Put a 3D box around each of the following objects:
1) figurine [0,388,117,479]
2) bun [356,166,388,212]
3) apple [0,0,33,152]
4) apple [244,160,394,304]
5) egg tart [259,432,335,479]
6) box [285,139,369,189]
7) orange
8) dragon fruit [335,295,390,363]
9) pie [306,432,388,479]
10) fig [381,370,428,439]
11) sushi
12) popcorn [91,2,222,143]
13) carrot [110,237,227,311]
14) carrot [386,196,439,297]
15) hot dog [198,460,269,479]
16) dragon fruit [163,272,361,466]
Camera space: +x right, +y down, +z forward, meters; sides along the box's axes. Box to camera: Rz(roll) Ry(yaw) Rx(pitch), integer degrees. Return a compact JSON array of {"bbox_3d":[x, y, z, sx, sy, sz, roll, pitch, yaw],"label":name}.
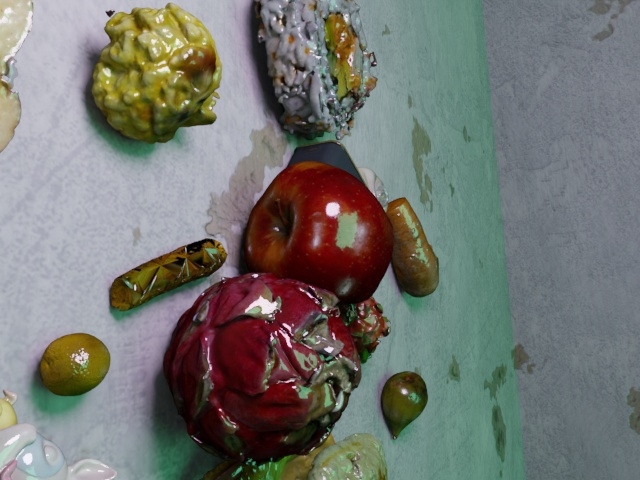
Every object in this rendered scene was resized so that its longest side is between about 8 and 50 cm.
[{"bbox_3d":[-0.370,0.261,0.647,0.235,0.127,0.155,-1,50,-53],"label":"figurine"},{"bbox_3d":[0.116,-0.108,1.460,0.172,0.119,0.173,8,80,-55],"label":"bun"},{"bbox_3d":[-0.453,-0.218,0.570,0.251,0.163,0.293,27,76,-61],"label":"apple"},{"bbox_3d":[0.000,0.000,1.114,0.316,0.288,0.288,22,67,-55],"label":"apple"},{"bbox_3d":[-0.073,0.481,1.073,0.315,0.120,0.315,9,79,-56],"label":"egg tart"},{"bbox_3d":[0.016,-0.121,1.289,0.201,0.144,0.090,56,46,-37],"label":"box"},{"bbox_3d":[-0.332,0.169,0.763,0.095,0.085,0.085,18,70,-63],"label":"orange"},{"bbox_3d":[0.105,0.216,1.373,0.236,0.137,0.135,59,11,-35],"label":"dragon fruit"},{"bbox_3d":[0.064,0.492,1.095,0.248,0.089,0.201,2,88,-54],"label":"pie"},{"bbox_3d":[0.242,0.463,1.554,0.133,0.126,0.185,-29,106,-69],"label":"fig"},{"bbox_3d":[-0.011,-0.422,1.273,0.417,0.175,0.418,23,65,-62],"label":"sushi"},{"bbox_3d":[-0.254,-0.260,0.884,0.169,0.218,0.189,38,16,9],"label":"popcorn"},{"bbox_3d":[-0.247,0.052,0.929,0.228,0.068,0.069,-28,108,-54],"label":"carrot"},{"bbox_3d":[0.263,0.029,1.659,0.302,0.138,0.139,62,38,-19],"label":"carrot"},{"bbox_3d":[-0.181,0.410,0.905,0.215,0.066,0.047,-30,138,-21],"label":"hot dog"},{"bbox_3d":[-0.098,0.203,0.912,0.329,0.329,0.330,14,73,-55],"label":"dragon fruit"}]
